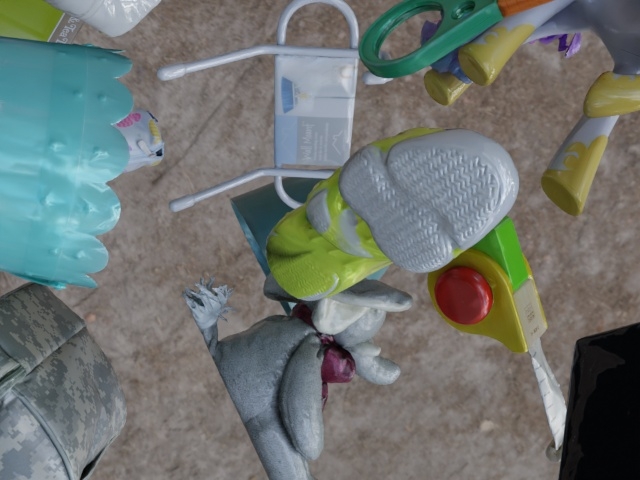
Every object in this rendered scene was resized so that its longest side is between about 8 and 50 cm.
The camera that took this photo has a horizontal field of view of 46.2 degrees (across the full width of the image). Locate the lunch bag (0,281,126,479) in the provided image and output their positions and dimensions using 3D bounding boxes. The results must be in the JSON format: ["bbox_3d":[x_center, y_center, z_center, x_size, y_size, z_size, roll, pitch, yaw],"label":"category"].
[{"bbox_3d":[-0.390,0.223,0.977,0.212,0.305,0.256,-45,95,4],"label":"lunch bag"}]

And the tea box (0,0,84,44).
[{"bbox_3d":[-0.490,-0.463,1.100,0.324,0.219,0.329,6,156,-37],"label":"tea box"}]

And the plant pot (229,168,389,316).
[{"bbox_3d":[0.000,0.000,1.414,0.235,0.293,0.292,-27,126,-7],"label":"plant pot"}]

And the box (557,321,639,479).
[{"bbox_3d":[0.375,0.165,0.506,0.294,0.296,0.182,26,63,-16],"label":"box"}]

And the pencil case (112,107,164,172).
[{"bbox_3d":[-0.426,-0.159,1.383,0.273,0.124,0.113,-22,151,-36],"label":"pencil case"}]

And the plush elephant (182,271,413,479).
[{"bbox_3d":[-0.006,0.147,1.005,0.256,0.272,0.329,-25,109,-11],"label":"plush elephant"}]

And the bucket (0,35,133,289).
[{"bbox_3d":[-0.324,-0.091,0.821,0.183,0.281,0.281,9,110,-24],"label":"bucket"}]

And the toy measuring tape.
[{"bbox_3d":[0.205,0.108,0.895,0.122,0.121,0.329,-23,101,-19],"label":"toy measuring tape"}]

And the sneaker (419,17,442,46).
[{"bbox_3d":[0.148,-0.240,0.858,0.134,0.070,0.051,-11,138,-39],"label":"sneaker"}]

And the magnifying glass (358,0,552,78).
[{"bbox_3d":[0.134,-0.199,0.650,0.026,0.231,0.092,48,46,-39],"label":"magnifying glass"}]

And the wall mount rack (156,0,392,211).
[{"bbox_3d":[-0.058,-0.158,1.047,0.305,0.130,0.349,1,126,-3],"label":"wall mount rack"}]

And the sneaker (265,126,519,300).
[{"bbox_3d":[0.060,-0.031,0.537,0.126,0.240,0.091,-31,96,-39],"label":"sneaker"}]

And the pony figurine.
[{"bbox_3d":[0.285,-0.242,0.749,0.364,0.351,0.302,-35,146,-9],"label":"pony figurine"}]

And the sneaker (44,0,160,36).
[{"bbox_3d":[-0.250,-0.411,0.965,0.292,0.108,0.169,-62,155,2],"label":"sneaker"}]
